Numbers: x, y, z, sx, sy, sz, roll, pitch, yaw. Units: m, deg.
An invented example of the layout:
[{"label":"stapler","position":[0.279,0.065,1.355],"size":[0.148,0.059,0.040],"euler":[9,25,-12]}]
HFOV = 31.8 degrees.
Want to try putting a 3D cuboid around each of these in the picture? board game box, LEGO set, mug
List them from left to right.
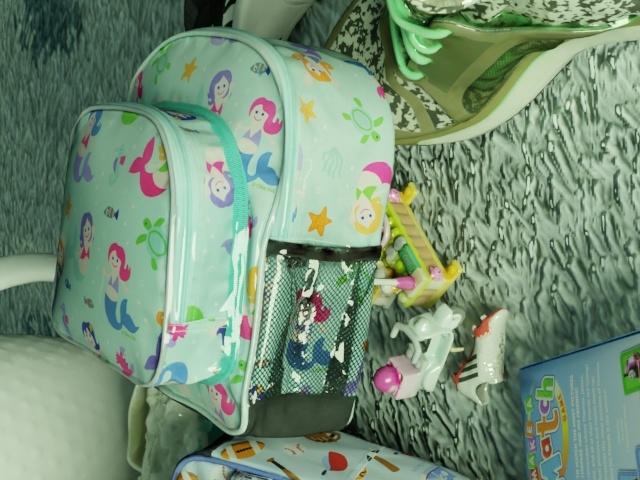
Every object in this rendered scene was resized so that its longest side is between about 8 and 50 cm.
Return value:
[{"label":"mug","position":[-0.325,0.188,1.166],"size":[0.276,0.328,0.374],"euler":[33,118,45]},{"label":"LEGO set","position":[0.000,0.000,0.898],"size":[0.287,0.107,0.132],"euler":[40,118,46]},{"label":"board game box","position":[0.191,0.137,0.667],"size":[0.211,0.039,0.160],"euler":[145,127,-63]}]

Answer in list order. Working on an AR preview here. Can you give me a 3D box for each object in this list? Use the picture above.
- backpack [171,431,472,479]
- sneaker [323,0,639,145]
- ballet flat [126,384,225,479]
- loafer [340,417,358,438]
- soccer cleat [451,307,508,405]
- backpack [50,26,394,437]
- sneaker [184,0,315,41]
[{"label":"backpack","position":[0.017,0.267,0.807],"size":[0.263,0.213,0.277],"euler":[7,108,16]},{"label":"sneaker","position":[0.094,-0.167,0.710],"size":[0.410,0.182,0.158],"euler":[-23,75,51]},{"label":"ballet flat","position":[-0.121,0.232,1.023],"size":[0.147,0.147,0.409],"euler":[-11,69,52]},{"label":"loafer","position":[-0.017,0.236,0.977],"size":[0.078,0.076,0.223],"euler":[25,116,40]},{"label":"soccer cleat","position":[0.124,0.085,0.823],"size":[0.035,0.029,0.083],"euler":[44,130,31]},{"label":"backpack","position":[-0.065,-0.016,0.754],"size":[0.225,0.191,0.254],"euler":[19,97,52]},{"label":"sneaker","position":[-0.069,-0.228,0.999],"size":[0.121,0.079,0.217],"euler":[56,135,31]}]
